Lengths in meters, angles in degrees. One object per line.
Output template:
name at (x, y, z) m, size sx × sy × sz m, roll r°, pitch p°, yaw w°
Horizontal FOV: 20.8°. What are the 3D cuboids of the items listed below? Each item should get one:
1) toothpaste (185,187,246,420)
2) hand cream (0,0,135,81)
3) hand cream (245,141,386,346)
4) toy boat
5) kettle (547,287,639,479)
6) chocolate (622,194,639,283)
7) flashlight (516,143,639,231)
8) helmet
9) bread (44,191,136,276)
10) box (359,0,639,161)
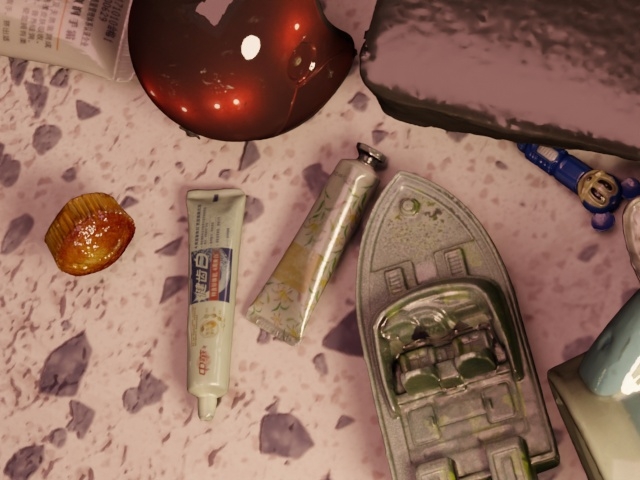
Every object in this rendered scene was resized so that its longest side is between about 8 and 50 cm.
toothpaste at (-0.101, 0.056, 1.617) m, size 0.060 × 0.038 × 0.233 m, roll -6°, pitch 65°, yaw 15°
hand cream at (-0.316, -0.247, 1.790) m, size 0.314 × 0.089 × 0.139 m, roll 9°, pitch 75°, yaw 20°
hand cream at (0.000, 0.000, 1.595) m, size 0.067 × 0.042 × 0.194 m, roll 28°, pitch 86°, yaw 26°
toy boat at (0.104, 0.080, 1.493) m, size 0.141 × 0.092 × 0.319 m, roll -19°, pitch 64°, yaw 12°
kettle at (0.358, 0.111, 1.269) m, size 0.342 × 0.319 × 0.247 m, roll -25°, pitch 28°, yaw 3°
chocolate at (0.386, -0.007, 1.425) m, size 0.254 × 0.080 × 0.157 m, roll -28°, pitch 69°, yaw 18°
flashlight at (0.222, -0.060, 1.533) m, size 0.121 × 0.035 × 0.057 m, roll 40°, pitch 88°, yaw 28°
helmet at (-0.083, -0.193, 1.631) m, size 0.189 × 0.193 × 0.216 m, roll 32°, pitch 126°, yaw 29°
bread at (-0.217, -0.002, 1.657) m, size 0.085 × 0.085 × 0.053 m, roll -39°, pitch 59°, yaw 3°
box at (0.234, -0.242, 1.551) m, size 0.350 × 0.091 × 0.359 m, roll 12°, pitch 74°, yaw 15°
